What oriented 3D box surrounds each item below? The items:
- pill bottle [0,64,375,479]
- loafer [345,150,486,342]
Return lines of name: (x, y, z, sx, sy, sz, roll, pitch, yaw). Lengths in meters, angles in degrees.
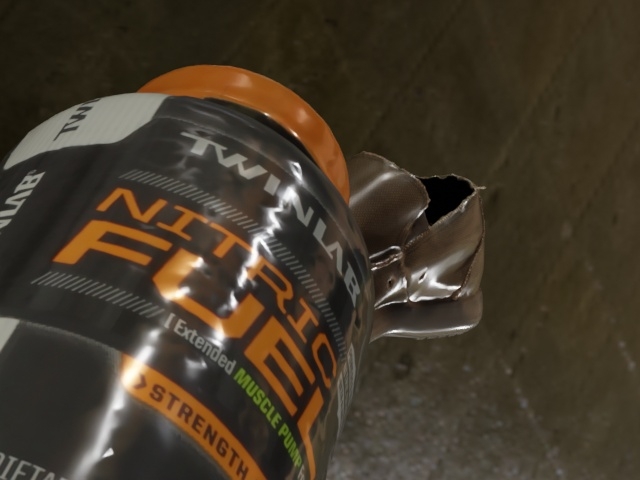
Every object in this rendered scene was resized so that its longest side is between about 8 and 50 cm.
pill bottle: (-0.059, 0.043, 0.420, 0.246, 0.130, 0.130, -68, 150, -53)
loafer: (0.000, 0.000, 1.011, 0.366, 0.134, 0.130, -5, 107, -60)
